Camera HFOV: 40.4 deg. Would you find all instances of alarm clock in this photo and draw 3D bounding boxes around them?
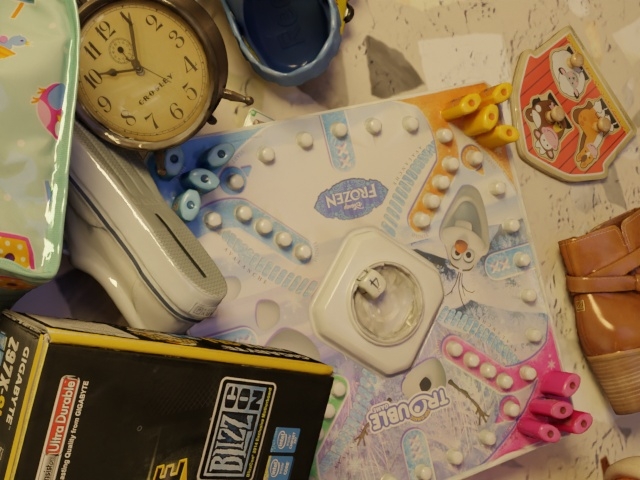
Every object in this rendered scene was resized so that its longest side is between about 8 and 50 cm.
[{"bbox_3d":[-0.153,-0.156,0.699,0.192,0.129,0.064,49,21,-18],"label":"alarm clock"}]

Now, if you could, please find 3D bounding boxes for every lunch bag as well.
[{"bbox_3d":[-0.267,-0.087,0.622,0.160,0.223,0.263,6,77,-29],"label":"lunch bag"}]

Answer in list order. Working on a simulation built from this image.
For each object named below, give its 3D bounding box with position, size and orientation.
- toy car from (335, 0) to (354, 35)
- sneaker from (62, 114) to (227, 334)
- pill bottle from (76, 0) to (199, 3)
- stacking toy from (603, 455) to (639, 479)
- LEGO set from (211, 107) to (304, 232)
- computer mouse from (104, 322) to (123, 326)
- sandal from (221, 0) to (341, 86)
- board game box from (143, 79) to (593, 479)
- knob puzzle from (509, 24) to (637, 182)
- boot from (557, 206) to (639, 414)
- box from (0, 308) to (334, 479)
[{"bbox_3d":[0.012,-0.360,0.898,0.239,0.053,0.225,-55,136,-26],"label":"toy car"},{"bbox_3d":[-0.186,-0.024,0.724,0.258,0.091,0.094,54,18,16],"label":"sneaker"},{"bbox_3d":[-0.193,-0.284,0.765,0.119,0.119,0.209,-27,94,-31],"label":"pill bottle"},{"bbox_3d":[0.279,0.480,0.832,0.480,0.350,0.351,-40,101,-10],"label":"stacking toy"},{"bbox_3d":[0.000,0.000,0.877,0.244,0.060,0.183,23,80,-21],"label":"LEGO set"},{"bbox_3d":[-0.240,0.133,0.668,0.272,0.072,0.189,-4,75,-43],"label":"computer mouse"},{"bbox_3d":[-0.055,-0.260,0.755,0.138,0.126,0.317,-101,165,-52],"label":"sandal"},{"bbox_3d":[0.064,0.060,0.841,0.389,0.050,0.390,-15,91,-23],"label":"board game box"},{"bbox_3d":[0.310,-0.158,1.083,0.213,0.030,0.213,6,77,-29],"label":"knob puzzle"},{"bbox_3d":[0.418,0.066,1.071,0.283,0.109,0.220,-17,85,-24],"label":"boot"},{"bbox_3d":[-0.138,0.227,0.638,0.257,0.079,0.322,16,89,-44],"label":"box"}]
